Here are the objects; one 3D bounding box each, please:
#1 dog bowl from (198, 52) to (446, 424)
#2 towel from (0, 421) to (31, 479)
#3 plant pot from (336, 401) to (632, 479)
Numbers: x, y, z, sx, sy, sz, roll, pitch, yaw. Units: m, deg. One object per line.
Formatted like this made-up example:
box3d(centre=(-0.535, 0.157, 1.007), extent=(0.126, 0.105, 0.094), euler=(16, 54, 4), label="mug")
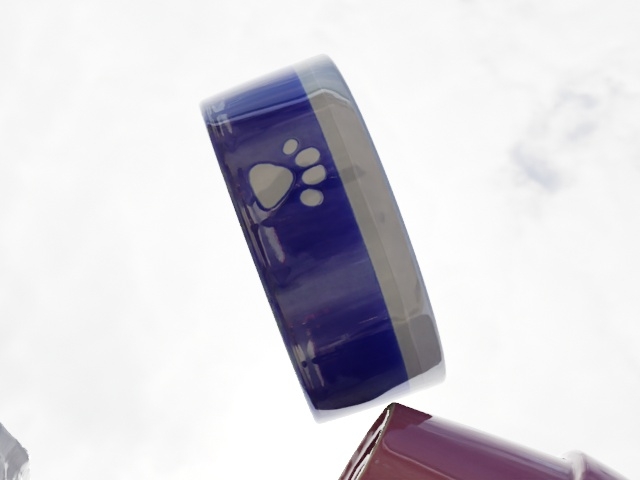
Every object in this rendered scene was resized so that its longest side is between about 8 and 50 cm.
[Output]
box3d(centre=(0.000, 0.000, 0.940), extent=(0.104, 0.265, 0.265), euler=(-20, -106, -2), label="dog bowl")
box3d(centre=(-0.161, 0.200, 0.491), extent=(0.282, 0.049, 0.187), euler=(107, 0, -58), label="towel")
box3d(centre=(0.094, 0.211, 0.857), extent=(0.180, 0.201, 0.201), euler=(30, -65, 1), label="plant pot")
